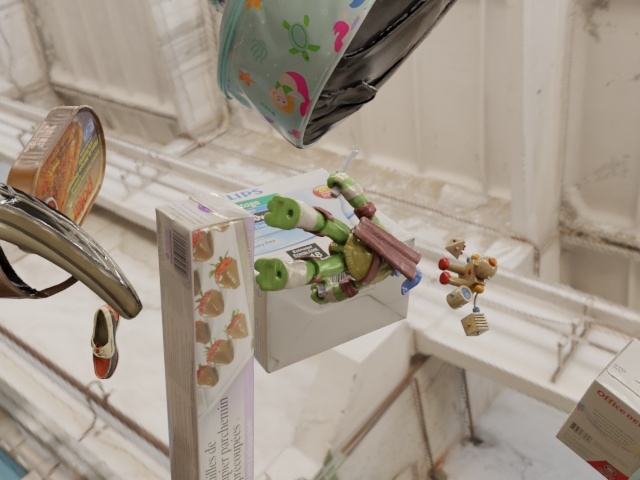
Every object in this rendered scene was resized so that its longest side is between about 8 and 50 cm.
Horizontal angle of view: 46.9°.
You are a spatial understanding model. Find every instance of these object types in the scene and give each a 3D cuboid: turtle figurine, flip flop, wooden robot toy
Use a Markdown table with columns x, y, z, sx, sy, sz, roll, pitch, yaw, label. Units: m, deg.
| x | y | z | sx | sy | sz | roll | pitch | yaw | label |
| --- | --- | --- | --- | --- | --- | --- | --- | --- | --- |
| 0.000 | 0.000 | 1.150 | 0.198 | 0.266 | 0.275 | -52 | -124 | 26 | turtle figurine |
| -0.265 | -0.003 | 0.564 | 0.277 | 0.080 | 0.112 | 28 | 2 | -30 | flip flop |
| 0.231 | 0.053 | 1.115 | 0.076 | 0.173 | 0.079 | 21 | -39 | -27 | wooden robot toy |

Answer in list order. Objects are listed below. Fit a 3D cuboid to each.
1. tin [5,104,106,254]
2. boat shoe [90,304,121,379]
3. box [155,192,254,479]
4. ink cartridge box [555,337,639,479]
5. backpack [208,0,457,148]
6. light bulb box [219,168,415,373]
| x | y | z | sx | sy | sz | roll | pitch | yaw | label |
| --- | --- | --- | --- | --- | --- | --- | --- | --- | --- |
| -0.270 | -0.064 | 0.764 | 0.040 | 0.190 | 0.106 | -1 | -50 | 8 | tin |
| -0.376 | 0.177 | 1.278 | 0.049 | 0.043 | 0.137 | 11 | -83 | 13 | boat shoe |
| -0.103 | 0.117 | 0.680 | 0.067 | 0.063 | 0.324 | 30 | -53 | 45 | box |
| 0.483 | 0.272 | 1.163 | 0.128 | 0.127 | 0.176 | 40 | -36 | 25 | ink cartridge box |
| 0.013 | -0.211 | 0.608 | 0.191 | 0.253 | 0.225 | 33 | -21 | 1 | backpack |
| -0.050 | 0.045 | 1.584 | 0.361 | 0.358 | 0.225 | 40 | -42 | 44 | light bulb box |
